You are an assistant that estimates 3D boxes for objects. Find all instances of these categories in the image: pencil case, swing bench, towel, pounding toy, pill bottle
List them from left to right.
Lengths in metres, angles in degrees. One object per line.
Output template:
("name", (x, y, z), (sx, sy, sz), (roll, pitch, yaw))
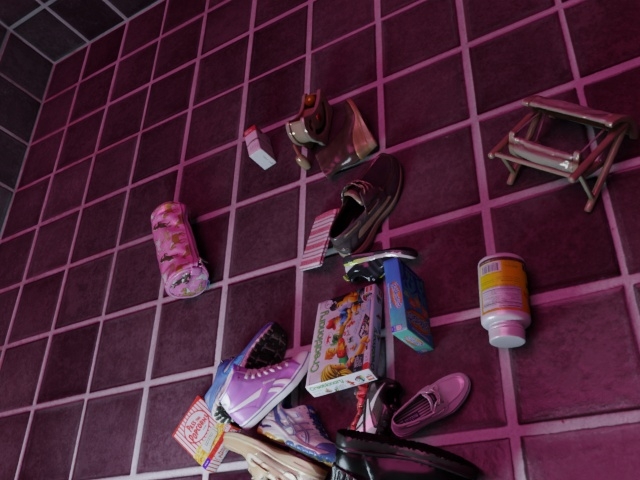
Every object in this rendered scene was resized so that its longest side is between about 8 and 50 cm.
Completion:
("pencil case", (-0.507, 0.027, 2.364), (0.167, 0.160, 0.386), (-18, 47, -9))
("pounding toy", (-0.069, -0.393, 2.291), (0.155, 0.154, 0.269), (-8, 59, 33))
("towel", (0.000, 0.000, 2.049), (0.144, 0.029, 0.197), (-19, 50, 64))
("pill bottle", (0.446, 0.146, 1.603), (0.117, 0.117, 0.215), (-14, 56, 30))
("swing bench", (0.618, -0.247, 1.682), (0.253, 0.165, 0.254), (28, 82, 44))

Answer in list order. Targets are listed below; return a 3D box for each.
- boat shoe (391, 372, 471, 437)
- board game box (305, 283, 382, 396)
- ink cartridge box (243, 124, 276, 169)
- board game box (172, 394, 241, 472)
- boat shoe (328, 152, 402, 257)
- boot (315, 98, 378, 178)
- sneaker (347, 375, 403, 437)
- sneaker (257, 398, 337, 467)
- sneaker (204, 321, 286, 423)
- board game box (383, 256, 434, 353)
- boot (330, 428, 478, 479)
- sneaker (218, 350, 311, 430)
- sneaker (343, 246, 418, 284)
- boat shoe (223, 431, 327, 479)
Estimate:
("boat shoe", (0.268, 0.391, 1.580), (0.226, 0.075, 0.083), (-37, 58, -10))
("board game box", (0.070, 0.267, 1.796), (0.193, 0.053, 0.305), (-22, 34, 25))
("ink cartridge box", (-0.222, -0.339, 2.410), (0.056, 0.099, 0.135), (-32, 48, 18))
("board game box", (-0.343, 0.577, 1.982), (0.193, 0.045, 0.146), (25, 80, 43))
("boat shoe", (0.136, -0.118, 1.986), (0.132, 0.130, 0.355), (11, 71, 40))
("boot", (0.064, -0.344, 2.204), (0.207, 0.090, 0.248), (-31, 53, 15))
("sneaker", (0.142, 0.465, 1.650), (0.135, 0.098, 0.276), (-6, 59, 37))
("sneaker", (-0.039, 0.500, 1.753), (0.296, 0.112, 0.131), (11, 59, 41))
("sneaker", (-0.236, 0.372, 1.966), (0.330, 0.130, 0.147), (-51, 40, -11))
("board game box", (0.230, 0.169, 1.722), (0.047, 0.160, 0.210), (-21, 54, 25))
("boot", (0.173, 0.594, 1.518), (0.348, 0.131, 0.260), (7, 84, 16))
("sneaker", (-0.159, 0.378, 1.849), (0.282, 0.161, 0.102), (-42, 4, -16))
("sneaker", (0.174, 0.076, 1.897), (0.235, 0.084, 0.097), (-9, 91, 29))
("boat shoe", (-0.143, 0.602, 1.765), (0.341, 0.122, 0.110), (9, 69, 38))
